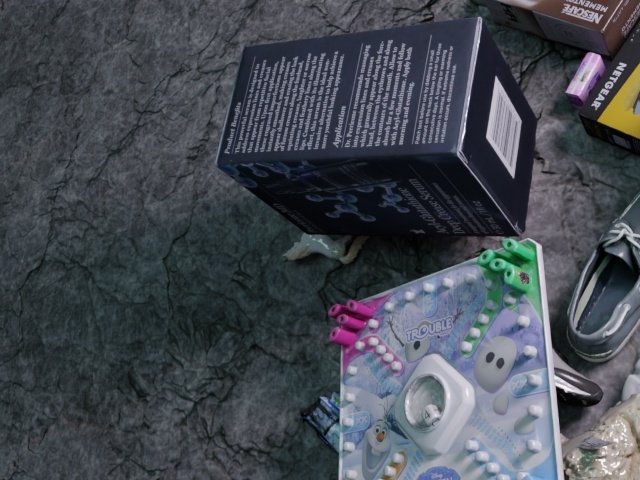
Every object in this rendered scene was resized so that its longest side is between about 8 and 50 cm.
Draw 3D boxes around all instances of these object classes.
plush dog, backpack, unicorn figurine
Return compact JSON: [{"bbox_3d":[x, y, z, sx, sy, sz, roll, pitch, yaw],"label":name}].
[{"bbox_3d":[0.380,0.359,1.061,0.262,0.210,0.225,-39,83,38],"label":"plush dog"},{"bbox_3d":[0.043,0.304,1.339,0.084,0.105,0.114,-48,59,5],"label":"backpack"},{"bbox_3d":[0.000,0.000,1.521,0.161,0.060,0.111,18,79,35],"label":"unicorn figurine"}]

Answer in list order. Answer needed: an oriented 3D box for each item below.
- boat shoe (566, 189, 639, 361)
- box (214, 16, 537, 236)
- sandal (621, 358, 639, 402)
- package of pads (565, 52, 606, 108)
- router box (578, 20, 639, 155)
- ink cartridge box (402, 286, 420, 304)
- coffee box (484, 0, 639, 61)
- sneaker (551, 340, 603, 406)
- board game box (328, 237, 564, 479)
[{"bbox_3d":[0.461,0.029,1.216,0.116,0.099,0.320,28,85,36],"label":"boat shoe"},{"bbox_3d":[0.093,-0.153,1.260,0.395,0.293,0.212,1,70,31],"label":"box"},{"bbox_3d":[0.585,0.116,1.115,0.416,0.102,0.169,-46,38,21],"label":"sandal"},{"bbox_3d":[0.447,-0.267,1.381,0.032,0.050,0.083,25,83,41],"label":"package of pads"},{"bbox_3d":[0.592,-0.261,1.275,0.243,0.081,0.309,32,88,35],"label":"router box"},{"bbox_3d":[0.166,0.181,1.304,0.109,0.062,0.209,48,138,50],"label":"ink cartridge box"},{"bbox_3d":[0.428,-0.425,1.431,0.246,0.098,0.141,33,88,36],"label":"coffee box"},{"bbox_3d":[0.316,0.153,1.251,0.108,0.100,0.271,-50,54,-3],"label":"sneaker"},{"bbox_3d":[0.146,0.224,1.140,0.390,0.050,0.390,-25,54,44],"label":"board game box"}]
